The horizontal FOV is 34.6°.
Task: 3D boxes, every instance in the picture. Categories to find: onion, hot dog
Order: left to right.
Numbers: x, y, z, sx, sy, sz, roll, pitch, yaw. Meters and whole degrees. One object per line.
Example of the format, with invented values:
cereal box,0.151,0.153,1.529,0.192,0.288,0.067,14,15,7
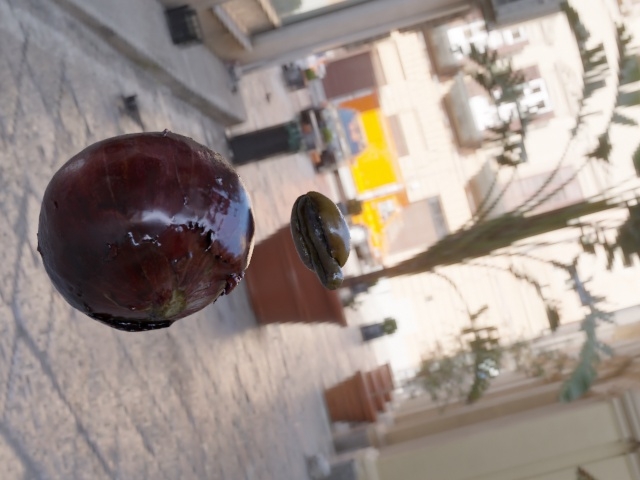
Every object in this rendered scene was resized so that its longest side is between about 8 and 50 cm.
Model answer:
onion,-0.220,-0.014,1.310,0.276,0.276,0.276,-15,90,-86
hot dog,-0.002,0.000,1.437,0.060,0.090,0.140,-19,95,-49
